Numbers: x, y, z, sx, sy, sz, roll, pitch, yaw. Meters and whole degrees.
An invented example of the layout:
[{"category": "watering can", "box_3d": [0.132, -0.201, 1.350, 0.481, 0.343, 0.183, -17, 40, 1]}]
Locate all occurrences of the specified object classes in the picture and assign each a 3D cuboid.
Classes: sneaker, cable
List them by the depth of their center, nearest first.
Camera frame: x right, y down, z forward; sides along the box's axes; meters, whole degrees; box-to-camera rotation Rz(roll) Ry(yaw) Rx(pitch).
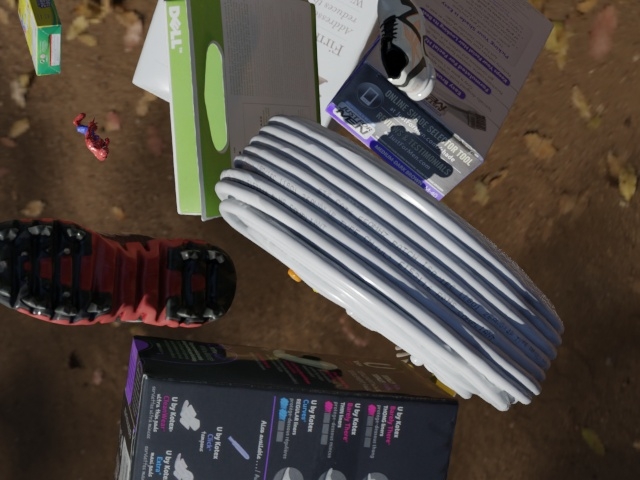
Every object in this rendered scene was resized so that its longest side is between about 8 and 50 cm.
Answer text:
[{"category": "cable", "box_3d": [0.050, 0.016, 0.739, 0.257, 0.257, 0.089, 38, 87, -28]}, {"category": "sneaker", "box_3d": [0.069, -0.175, 0.954, 0.040, 0.043, 0.109, -33, 58, 32]}, {"category": "sneaker", "box_3d": [-0.226, 0.035, 1.090, 0.135, 0.276, 0.098, 0, 84, 52]}]

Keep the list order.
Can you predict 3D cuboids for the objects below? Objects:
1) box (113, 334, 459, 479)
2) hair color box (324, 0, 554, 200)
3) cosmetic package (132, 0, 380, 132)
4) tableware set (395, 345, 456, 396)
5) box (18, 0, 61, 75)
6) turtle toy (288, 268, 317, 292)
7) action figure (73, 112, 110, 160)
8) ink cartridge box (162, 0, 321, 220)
[{"category": "box", "box_3d": [-0.037, 0.179, 0.972, 0.270, 0.165, 0.143, 6, 95, -13]}, {"category": "hair color box", "box_3d": [0.162, -0.225, 1.413, 0.185, 0.339, 0.110, 39, 135, -6]}, {"category": "cosmetic package", "box_3d": [-0.044, -0.392, 1.776, 0.329, 0.327, 0.394, 28, 122, 4]}, {"category": "tableware set", "box_3d": [0.195, 0.195, 1.700, 0.154, 0.024, 0.104, -11, 79, 1]}, {"category": "box", "box_3d": [-0.450, -0.361, 1.748, 0.105, 0.043, 0.179, 108, 144, -49]}, {"category": "turtle toy", "box_3d": [0.000, 0.000, 1.232, 0.130, 0.066, 0.095, -34, 65, 45]}, {"category": "action figure", "box_3d": [-0.281, -0.128, 1.372, 0.030, 0.115, 0.038, -36, 124, -1]}, {"category": "ink cartridge box", "box_3d": [-0.086, -0.115, 0.917, 0.097, 0.255, 0.189, -1, 95, 21]}]
